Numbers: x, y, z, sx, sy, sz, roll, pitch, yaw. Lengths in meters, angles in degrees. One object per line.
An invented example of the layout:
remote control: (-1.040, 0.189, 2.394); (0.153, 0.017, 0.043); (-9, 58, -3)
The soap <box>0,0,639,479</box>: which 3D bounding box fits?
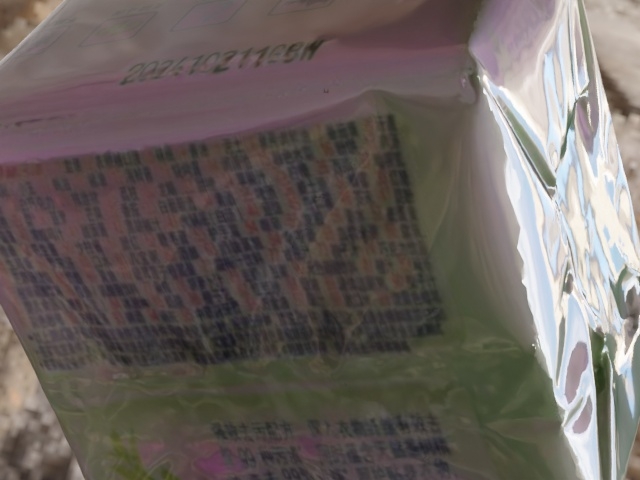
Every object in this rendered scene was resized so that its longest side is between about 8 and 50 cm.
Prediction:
soap: (0.000, 0.000, 0.557); (0.138, 0.199, 0.182); (-58, 135, -50)
